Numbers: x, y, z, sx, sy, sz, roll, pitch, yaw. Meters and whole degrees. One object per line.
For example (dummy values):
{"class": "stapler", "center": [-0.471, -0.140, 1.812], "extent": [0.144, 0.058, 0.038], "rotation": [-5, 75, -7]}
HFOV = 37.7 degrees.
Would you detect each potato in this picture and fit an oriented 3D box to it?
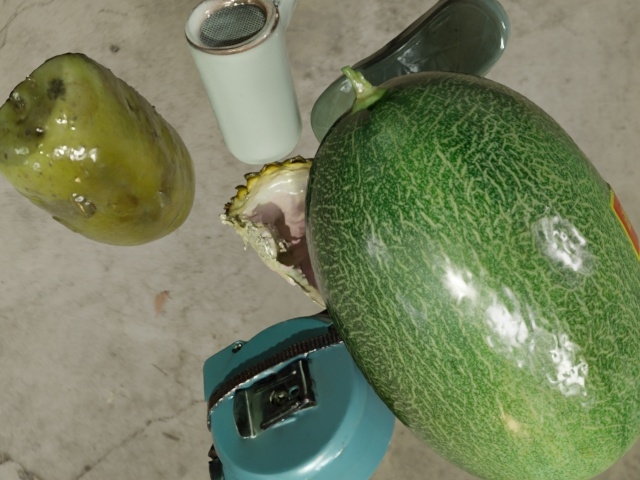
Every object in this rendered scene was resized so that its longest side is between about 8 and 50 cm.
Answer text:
{"class": "potato", "center": [-0.214, -0.062, 0.966], "extent": [0.160, 0.111, 0.272], "rotation": [-40, 152, 2]}

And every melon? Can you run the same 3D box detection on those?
{"class": "melon", "center": [0.092, 0.018, 0.549], "extent": [0.182, 0.182, 0.288], "rotation": [-39, 113, -19]}

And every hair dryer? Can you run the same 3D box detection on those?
{"class": "hair dryer", "center": [-0.039, -0.191, 0.791], "extent": [0.131, 0.073, 0.236], "rotation": [75, 24, -51]}

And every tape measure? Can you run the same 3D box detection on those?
{"class": "tape measure", "center": [-0.015, 0.120, 0.647], "extent": [0.146, 0.125, 0.081], "rotation": [-28, 136, 14]}

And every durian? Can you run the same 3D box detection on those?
{"class": "durian", "center": [-0.003, 0.009, 0.937], "extent": [0.140, 0.224, 0.078], "rotation": [-29, 145, -5]}

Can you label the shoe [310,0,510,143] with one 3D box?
{"class": "shoe", "center": [0.078, -0.131, 0.749], "extent": [0.079, 0.195, 0.078], "rotation": [54, 41, 0]}
